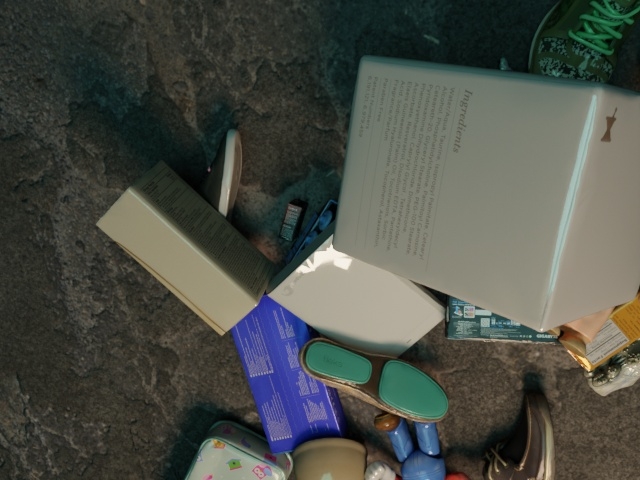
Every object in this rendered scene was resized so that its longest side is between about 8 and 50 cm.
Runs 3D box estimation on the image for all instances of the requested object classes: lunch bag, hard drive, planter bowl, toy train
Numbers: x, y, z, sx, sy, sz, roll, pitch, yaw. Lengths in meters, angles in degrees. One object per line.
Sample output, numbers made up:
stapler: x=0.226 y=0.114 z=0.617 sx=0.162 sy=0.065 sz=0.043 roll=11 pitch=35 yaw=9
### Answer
lunch bag: x=-0.194 y=0.558 z=1.495 sx=0.224 sy=0.108 sz=0.279 roll=24 pitch=108 yaw=0
hard drive: x=0.076 y=0.116 z=1.313 sx=0.308 sy=0.040 sz=0.203 roll=38 pitch=109 yaw=-25
planter bowl: x=0.021 y=0.496 z=1.397 sx=0.162 sy=0.109 sz=0.162 roll=-1 pitch=140 yaw=-1
toy train: x=0.000 y=0.000 z=1.328 sx=0.080 sy=0.105 sz=0.184 roll=26 pitch=105 yaw=-20

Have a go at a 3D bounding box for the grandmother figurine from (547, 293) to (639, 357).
grandmother figurine: x=0.517 y=0.031 z=1.200 sx=0.208 sy=0.104 sz=0.342 roll=39 pitch=88 yaw=-9

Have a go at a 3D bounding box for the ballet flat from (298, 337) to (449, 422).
ballet flat: x=0.102 y=0.275 z=1.336 sx=0.316 sy=0.106 sz=0.107 roll=26 pitch=69 yaw=-4

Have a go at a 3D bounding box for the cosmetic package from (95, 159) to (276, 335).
cosmetic package: x=-0.243 y=0.012 z=1.263 sx=0.309 sy=0.160 sz=0.113 roll=43 pitch=114 yaw=-10

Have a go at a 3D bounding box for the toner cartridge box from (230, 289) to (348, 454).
toner cartridge box: x=-0.071 y=0.270 z=1.422 sx=0.165 sy=0.075 sz=0.347 roll=-14 pitch=99 yaw=15

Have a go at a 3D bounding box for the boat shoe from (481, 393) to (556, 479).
boat shoe: x=0.390 y=0.477 z=1.348 sx=0.130 sy=0.132 sz=0.355 roll=6 pitch=102 yaw=10

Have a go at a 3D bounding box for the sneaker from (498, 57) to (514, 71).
sneaker: x=0.366 y=-0.292 z=1.227 sx=0.069 sy=0.038 sz=0.098 roll=-13 pitch=109 yaw=12

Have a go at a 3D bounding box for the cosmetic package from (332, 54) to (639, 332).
cosmetic package: x=0.282 y=-0.096 z=1.056 sx=0.394 sy=0.330 sz=0.327 roll=21 pitch=109 yaw=42

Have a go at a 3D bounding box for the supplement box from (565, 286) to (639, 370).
supplement box: x=0.569 y=0.143 z=1.263 sx=0.233 sy=0.078 sz=0.080 roll=-39 pitch=96 yaw=17

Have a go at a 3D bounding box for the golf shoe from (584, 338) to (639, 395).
golf shoe: x=0.599 y=0.239 z=1.297 sx=0.176 sy=0.069 sz=0.086 roll=-29 pitch=127 yaw=9

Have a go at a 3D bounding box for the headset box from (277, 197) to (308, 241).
headset box: x=-0.054 y=-0.045 z=1.353 sx=0.032 sy=0.062 sz=0.083 roll=19 pitch=106 yaw=7

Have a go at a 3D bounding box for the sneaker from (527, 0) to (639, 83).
sneaker: x=0.470 y=-0.389 z=1.103 sx=0.158 sy=0.182 sz=0.410 roll=22 pitch=105 yaw=4

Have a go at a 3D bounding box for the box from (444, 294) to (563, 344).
box: x=0.352 y=0.107 z=1.289 sx=0.221 sy=0.051 sz=0.175 roll=1 pitch=88 yaw=10

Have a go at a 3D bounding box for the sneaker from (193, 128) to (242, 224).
sneaker: x=-0.248 y=-0.093 z=1.357 sx=0.147 sy=0.104 sz=0.295 roll=15 pitch=109 yaw=3

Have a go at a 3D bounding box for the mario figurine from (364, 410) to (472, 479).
mario figurine: x=0.218 y=0.494 z=1.345 sx=0.198 sy=0.170 sz=0.320 roll=-27 pitch=81 yaw=52
